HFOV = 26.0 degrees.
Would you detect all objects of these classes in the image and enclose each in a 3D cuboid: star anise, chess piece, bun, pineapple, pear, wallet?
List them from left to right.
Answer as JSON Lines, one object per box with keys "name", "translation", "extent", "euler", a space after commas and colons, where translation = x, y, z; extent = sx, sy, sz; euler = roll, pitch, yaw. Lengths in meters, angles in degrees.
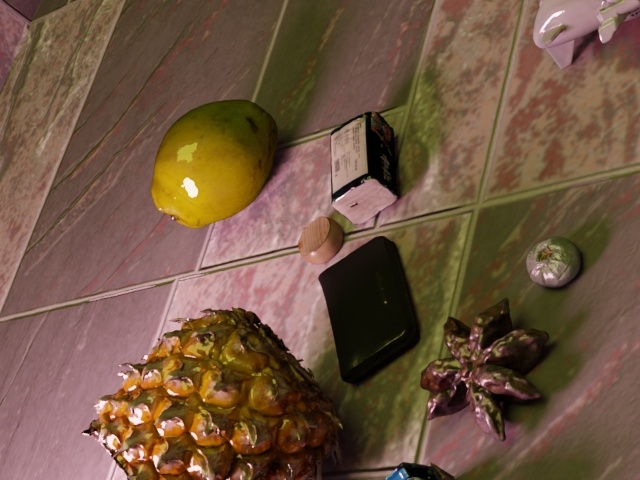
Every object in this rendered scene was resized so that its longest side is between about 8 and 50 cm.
{"name": "pear", "translation": [-0.195, -0.146, 2.553], "extent": [0.269, 0.212, 0.212], "euler": [-50, 34, -8]}
{"name": "pineapple", "translation": [-0.140, 0.277, 2.026], "extent": [0.300, 0.352, 0.352], "euler": [-41, 35, 0]}
{"name": "chess piece", "translation": [0.000, 0.000, 2.343], "extent": [0.083, 0.038, 0.084], "euler": [-29, 43, 31]}
{"name": "wallet", "translation": [0.073, 0.099, 2.166], "extent": [0.149, 0.044, 0.250], "euler": [-34, 38, 20]}
{"name": "star anise", "translation": [0.224, 0.167, 1.901], "extent": [0.212, 0.073, 0.197], "euler": [8, 69, 49]}
{"name": "bun", "translation": [0.323, 0.029, 1.930], "extent": [0.083, 0.045, 0.083], "euler": [-29, 46, 34]}

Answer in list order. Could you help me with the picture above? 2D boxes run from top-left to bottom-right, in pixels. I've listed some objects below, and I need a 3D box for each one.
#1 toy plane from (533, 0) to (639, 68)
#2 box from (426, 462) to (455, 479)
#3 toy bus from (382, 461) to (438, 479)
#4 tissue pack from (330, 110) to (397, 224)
{"name": "toy plane", "translation": [0.429, -0.369, 2.097], "extent": [0.252, 0.118, 0.252], "euler": [-38, 19, 15]}
{"name": "box", "translation": [0.133, 0.345, 1.858], "extent": [0.098, 0.062, 0.045], "euler": [-39, 38, 21]}
{"name": "toy bus", "translation": [0.139, 0.382, 1.750], "extent": [0.106, 0.090, 0.185], "euler": [-42, 58, 17]}
{"name": "tissue pack", "translation": [0.072, -0.125, 2.322], "extent": [0.103, 0.090, 0.170], "euler": [-30, 42, 30]}
